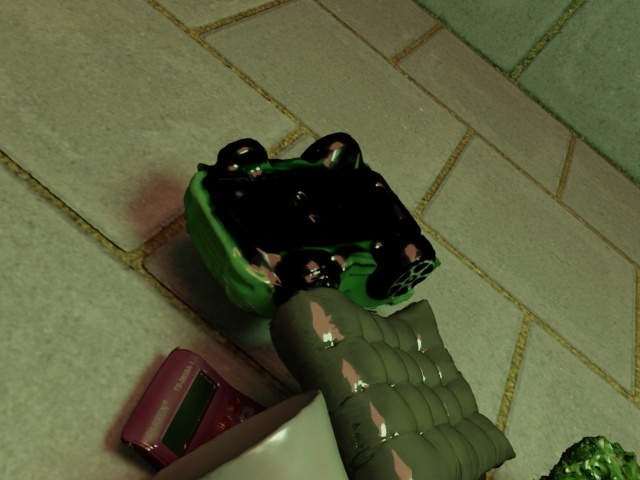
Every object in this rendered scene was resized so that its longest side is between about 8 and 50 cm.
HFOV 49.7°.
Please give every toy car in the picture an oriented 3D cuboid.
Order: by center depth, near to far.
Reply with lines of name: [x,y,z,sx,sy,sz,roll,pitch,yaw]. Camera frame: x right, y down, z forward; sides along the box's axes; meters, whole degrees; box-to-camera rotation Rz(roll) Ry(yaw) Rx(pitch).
toy car: [0.000,0.000,0.860,0.358,0.176,0.213,-10,56,-42]

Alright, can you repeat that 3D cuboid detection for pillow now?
pillow: [0.084,0.167,0.738,0.326,0.101,0.228,15,38,-59]

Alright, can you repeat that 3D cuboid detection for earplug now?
earplug: [-0.005,0.292,0.538,0.172,0.172,0.301,-23,83,-51]

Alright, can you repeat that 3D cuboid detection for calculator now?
calculator: [-0.092,0.200,0.670,0.190,0.034,0.127,39,34,-10]

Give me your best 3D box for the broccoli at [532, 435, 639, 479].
broccoli: [0.313,0.359,0.672,0.307,0.275,0.308,12,71,-37]
